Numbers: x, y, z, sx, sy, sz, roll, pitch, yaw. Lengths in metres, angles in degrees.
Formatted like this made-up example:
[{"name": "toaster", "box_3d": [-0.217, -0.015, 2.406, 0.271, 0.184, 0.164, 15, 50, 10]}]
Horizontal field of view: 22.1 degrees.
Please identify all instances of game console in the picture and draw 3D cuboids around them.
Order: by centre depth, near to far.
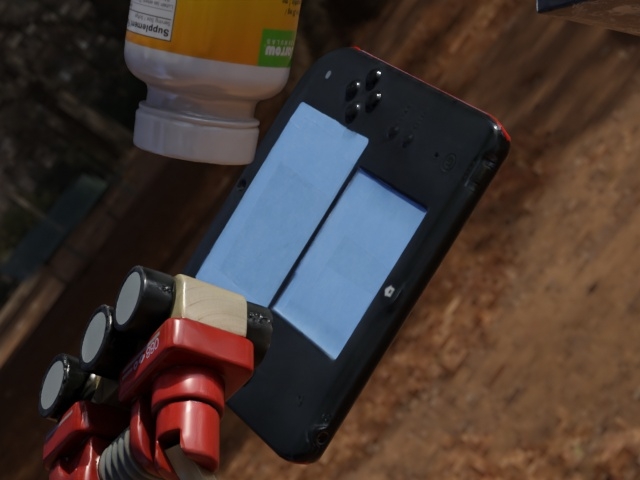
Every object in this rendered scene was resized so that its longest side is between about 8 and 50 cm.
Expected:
[{"name": "game console", "box_3d": [0.000, 0.000, 1.685, 0.386, 0.060, 0.342, -59, 33, 3]}]

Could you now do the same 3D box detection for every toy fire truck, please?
[{"name": "toy fire truck", "box_3d": [-0.118, 0.180, 1.289, 0.217, 0.158, 0.246, -45, 35, 41]}]

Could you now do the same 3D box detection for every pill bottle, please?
[{"name": "pill bottle", "box_3d": [-0.084, -0.190, 1.321, 0.136, 0.136, 0.246, -77, -3, -80]}]

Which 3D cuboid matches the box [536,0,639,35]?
[{"name": "box", "box_3d": [0.294, -0.239, 1.405, 0.158, 0.156, 0.093, -5, 82, 51]}]
